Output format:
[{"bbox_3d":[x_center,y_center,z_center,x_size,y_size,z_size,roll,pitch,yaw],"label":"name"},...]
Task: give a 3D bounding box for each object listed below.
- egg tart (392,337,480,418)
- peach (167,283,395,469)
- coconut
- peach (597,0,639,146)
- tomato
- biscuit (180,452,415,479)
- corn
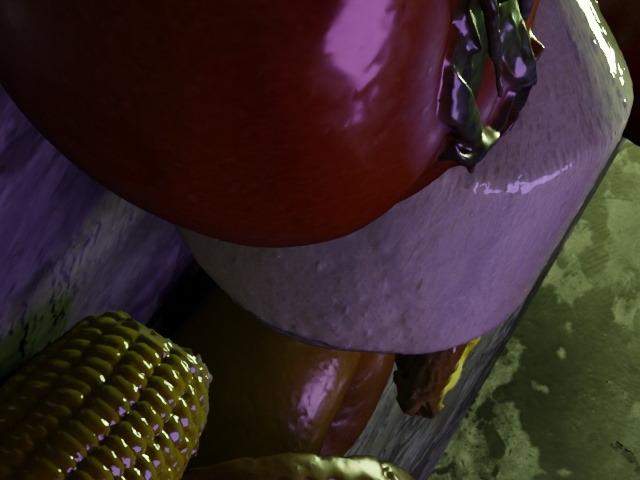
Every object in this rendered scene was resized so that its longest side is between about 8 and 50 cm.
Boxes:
[{"bbox_3d":[0.136,0.048,1.884,0.294,0.123,0.294,-59,171,-16],"label":"egg tart"},{"bbox_3d":[-0.040,0.111,1.272,0.251,0.153,0.251,-53,176,-6],"label":"peach"},{"bbox_3d":[0.042,-0.079,0.923,0.237,0.237,0.266,-47,161,-44],"label":"coconut"},{"bbox_3d":[0.346,-0.226,1.542,0.310,0.335,0.406,-19,179,39],"label":"peach"},{"bbox_3d":[-0.011,-0.127,0.625,0.256,0.224,0.256,-53,162,-25],"label":"tomato"},{"bbox_3d":[-0.078,0.218,1.166,0.317,0.040,0.318,-14,155,-7],"label":"biscuit"},{"bbox_3d":[-0.177,0.169,0.922,0.344,0.131,0.131,-52,166,-38],"label":"corn"}]
